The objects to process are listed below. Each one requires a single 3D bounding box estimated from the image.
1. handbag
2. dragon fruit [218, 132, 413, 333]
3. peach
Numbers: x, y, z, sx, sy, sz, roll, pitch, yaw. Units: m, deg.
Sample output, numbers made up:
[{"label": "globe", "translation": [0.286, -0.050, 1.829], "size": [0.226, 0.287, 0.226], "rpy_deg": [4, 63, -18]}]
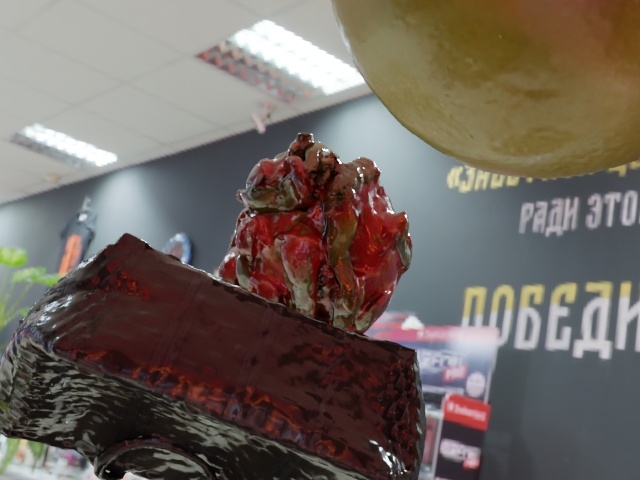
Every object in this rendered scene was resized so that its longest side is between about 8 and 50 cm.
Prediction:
[{"label": "handbag", "translation": [-0.061, 0.106, 0.497], "size": [0.270, 0.088, 0.175], "rpy_deg": [23, -45, -5]}, {"label": "dragon fruit", "translation": [-0.007, 0.008, 1.096], "size": [0.231, 0.237, 0.302], "rpy_deg": [36, -34, 19]}, {"label": "peach", "translation": [0.172, -0.203, 0.689], "size": [0.314, 0.315, 0.281], "rpy_deg": [-25, 4, 7]}]
